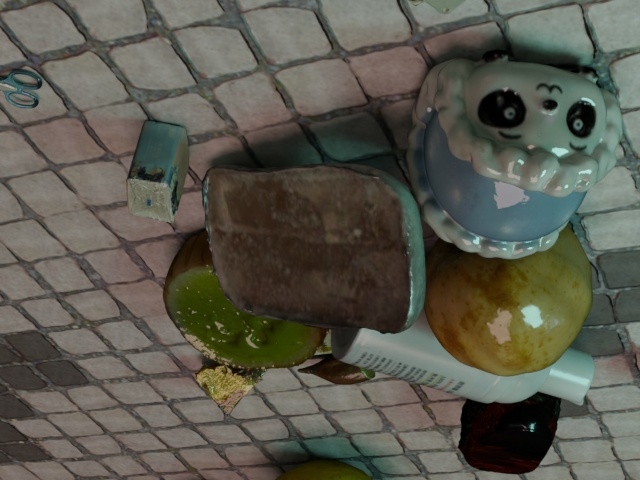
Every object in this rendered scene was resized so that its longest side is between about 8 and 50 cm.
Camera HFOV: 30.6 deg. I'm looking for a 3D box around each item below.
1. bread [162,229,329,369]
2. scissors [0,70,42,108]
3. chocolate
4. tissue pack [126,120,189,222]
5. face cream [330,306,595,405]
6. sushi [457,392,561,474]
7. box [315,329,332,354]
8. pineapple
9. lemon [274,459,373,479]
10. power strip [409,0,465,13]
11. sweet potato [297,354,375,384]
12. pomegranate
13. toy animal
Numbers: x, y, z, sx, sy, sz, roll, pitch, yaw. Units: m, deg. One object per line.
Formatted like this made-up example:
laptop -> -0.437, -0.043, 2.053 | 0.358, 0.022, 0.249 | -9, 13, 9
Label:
bread -> -0.094, 0.078, 1.532 | 0.236, 0.070, 0.236 | 10, 136, 10
scissors -> -0.371, -0.179, 1.301 | 0.119, 0.014, 0.058 | 14, 140, -14
chocolate -> 0.000, 0.000, 1.324 | 0.303, 0.185, 0.100 | 6, -168, 43
tissue pack -> -0.185, -0.080, 1.335 | 0.058, 0.094, 0.074 | 8, 142, 2
face cream -> 0.208, 0.135, 1.525 | 0.369, 0.145, 0.145 | 16, 144, -14
sushi -> 0.276, 0.250, 1.695 | 0.136, 0.126, 0.225 | 6, 151, 0
box -> -0.035, 0.124, 1.649 | 0.220, 0.032, 0.122 | -11, 140, 25
pineapple -> -0.125, 0.216, 1.769 | 0.114, 0.077, 0.114 | -29, 137, 23
lemon -> 0.009, 0.498, 1.980 | 0.253, 0.254, 0.310 | 11, 155, -4
power strip -> 0.144, -0.275, 1.048 | 0.081, 0.035, 0.192 | 29, 140, -26
sweet potato -> 0.021, 0.188, 1.715 | 0.117, 0.049, 0.049 | -6, 143, 18
pomegranate -> 0.218, 0.057, 1.357 | 0.207, 0.207, 0.207 | 5, 145, 4
toy animal -> 0.199, -0.085, 1.205 | 0.208, 0.156, 0.204 | 10, 149, -10
